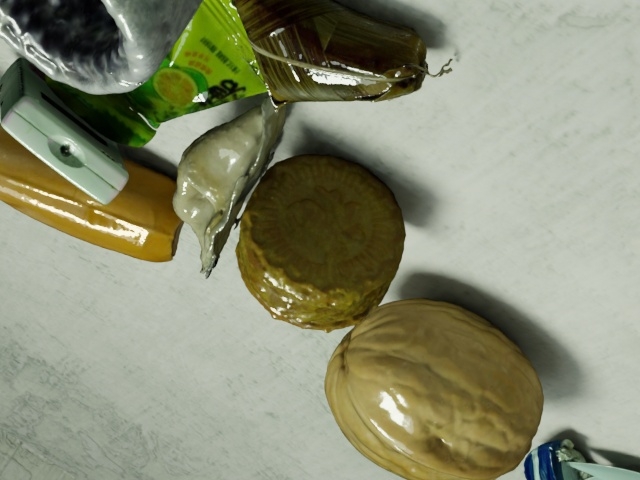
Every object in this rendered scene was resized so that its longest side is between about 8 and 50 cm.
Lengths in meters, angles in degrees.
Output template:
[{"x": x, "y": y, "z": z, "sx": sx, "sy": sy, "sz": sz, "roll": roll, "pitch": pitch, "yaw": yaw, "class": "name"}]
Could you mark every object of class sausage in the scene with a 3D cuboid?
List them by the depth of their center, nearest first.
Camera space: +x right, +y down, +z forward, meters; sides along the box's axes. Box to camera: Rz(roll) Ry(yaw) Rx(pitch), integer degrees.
[{"x": -0.334, "y": -0.074, "z": 2.016, "sx": 0.354, "sy": 0.116, "sz": 0.134, "roll": 20, "pitch": -163, "yaw": 0, "class": "sausage"}]

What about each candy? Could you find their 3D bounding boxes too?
[{"x": -0.154, "y": -0.177, "z": 1.704, "sx": 0.246, "sy": 0.069, "sz": 0.149, "roll": -14, "pitch": 139, "yaw": 35, "class": "candy"}]

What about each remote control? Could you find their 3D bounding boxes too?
[{"x": -0.290, "y": -0.128, "z": 1.814, "sx": 0.145, "sy": 0.050, "sz": 0.344, "roll": 38, "pitch": -177, "yaw": -16, "class": "remote control"}]

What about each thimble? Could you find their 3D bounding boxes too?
[{"x": -0.215, "y": -0.264, "z": 1.522, "sx": 0.217, "sy": 0.157, "sz": 0.245, "roll": 24, "pitch": 156, "yaw": 12, "class": "thimble"}]

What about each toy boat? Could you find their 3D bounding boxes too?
[{"x": 0.394, "y": 0.339, "z": 2.067, "sx": 0.292, "sy": 0.070, "sz": 0.210, "roll": 19, "pitch": 155, "yaw": 21, "class": "toy boat"}]

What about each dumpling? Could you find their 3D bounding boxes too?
[{"x": -0.119, "y": -0.047, "z": 1.800, "sx": 0.086, "sy": 0.166, "sz": 0.332, "roll": 29, "pitch": 157, "yaw": 3, "class": "dumpling"}]

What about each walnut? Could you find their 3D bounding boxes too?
[{"x": 0.135, "y": 0.183, "z": 1.901, "sx": 0.261, "sy": 0.225, "sz": 0.225, "roll": 29, "pitch": 156, "yaw": -8, "class": "walnut"}]

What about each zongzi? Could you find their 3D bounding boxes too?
[{"x": 0.004, "y": -0.207, "z": 1.485, "sx": 0.187, "sy": 0.084, "sz": 0.184, "roll": 2, "pitch": 131, "yaw": 36, "class": "zongzi"}]

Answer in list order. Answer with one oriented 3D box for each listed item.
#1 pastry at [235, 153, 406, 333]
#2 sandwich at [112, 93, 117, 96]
[{"x": 0.000, "y": 0.000, "z": 1.743, "sx": 0.189, "sy": 0.188, "sz": 0.103, "roll": 30, "pitch": 149, "yaw": 4, "class": "pastry"}, {"x": -0.245, "y": -0.190, "z": 1.859, "sx": 0.069, "sy": 0.026, "sz": 0.101, "roll": 32, "pitch": 153, "yaw": 10, "class": "sandwich"}]
